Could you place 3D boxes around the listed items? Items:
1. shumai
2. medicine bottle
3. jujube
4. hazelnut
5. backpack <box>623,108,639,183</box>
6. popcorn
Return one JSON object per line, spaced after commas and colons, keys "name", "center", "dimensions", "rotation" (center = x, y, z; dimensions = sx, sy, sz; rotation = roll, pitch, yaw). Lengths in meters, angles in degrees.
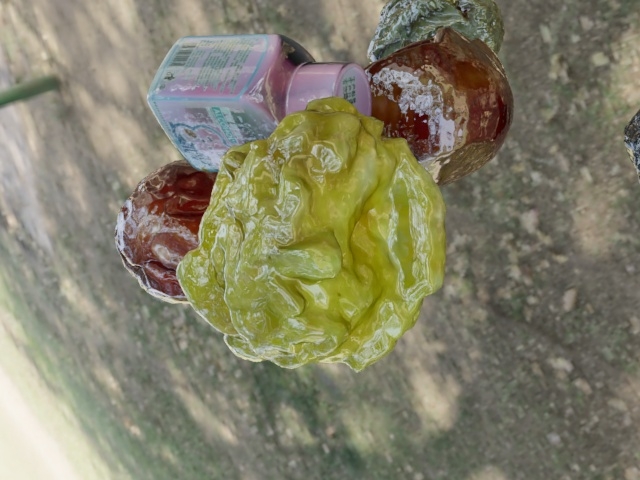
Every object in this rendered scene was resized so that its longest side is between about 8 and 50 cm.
{"name": "shumai", "center": [0.199, -0.377, 1.729], "dimensions": [0.256, 0.189, 0.218], "rotation": [-32, 45, 45]}
{"name": "medicine bottle", "center": [-0.052, -0.126, 0.958], "dimensions": [0.187, 0.094, 0.119], "rotation": [5, 147, 28]}
{"name": "jujube", "center": [-0.156, -0.016, 1.246], "dimensions": [0.250, 0.174, 0.174], "rotation": [-66, -38, -72]}
{"name": "hazelnut", "center": [0.128, -0.144, 1.153], "dimensions": [0.160, 0.201, 0.170], "rotation": [51, 124, 15]}
{"name": "backpack", "center": [0.521, -0.147, 1.320], "dimensions": [0.206, 0.258, 0.133], "rotation": [42, -159, -40]}
{"name": "popcorn", "center": [-0.005, -0.002, 0.724], "dimensions": [0.155, 0.197, 0.198], "rotation": [10, 119, 48]}
